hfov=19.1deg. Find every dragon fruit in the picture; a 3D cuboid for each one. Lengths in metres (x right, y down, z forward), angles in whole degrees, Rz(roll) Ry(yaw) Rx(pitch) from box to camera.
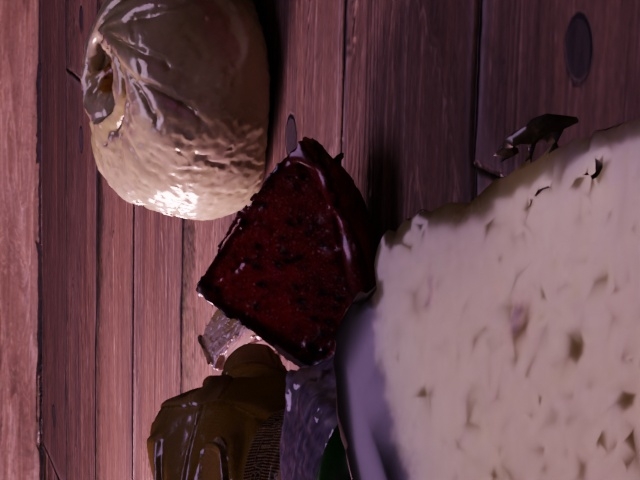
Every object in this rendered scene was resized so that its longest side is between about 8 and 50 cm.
[{"bbox_3d":[0.002,0.001,1.329,0.161,0.120,0.127,-58,0,30],"label":"dragon fruit"}]

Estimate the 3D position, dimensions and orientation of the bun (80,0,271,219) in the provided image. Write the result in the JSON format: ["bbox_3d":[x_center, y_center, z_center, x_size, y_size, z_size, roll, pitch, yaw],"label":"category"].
[{"bbox_3d":[-0.131,-0.132,1.651,0.244,0.153,0.243,-179,90,-78],"label":"bun"}]

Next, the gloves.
[{"bbox_3d":[-0.045,0.164,1.338,0.154,0.141,0.331,66,162,-8],"label":"gloves"}]

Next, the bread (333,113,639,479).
[{"bbox_3d":[0.162,0.091,0.501,0.405,0.242,0.345,121,141,-69],"label":"bread"}]

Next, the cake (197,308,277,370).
[{"bbox_3d":[-0.044,0.055,1.577,0.121,0.065,0.052,-52,36,31],"label":"cake"}]

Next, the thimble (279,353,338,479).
[{"bbox_3d":[0.051,0.120,1.022,0.098,0.150,0.150,-138,48,-71],"label":"thimble"}]

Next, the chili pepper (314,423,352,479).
[{"bbox_3d":[0.077,0.159,0.904,0.174,0.165,0.261,53,142,35],"label":"chili pepper"}]
